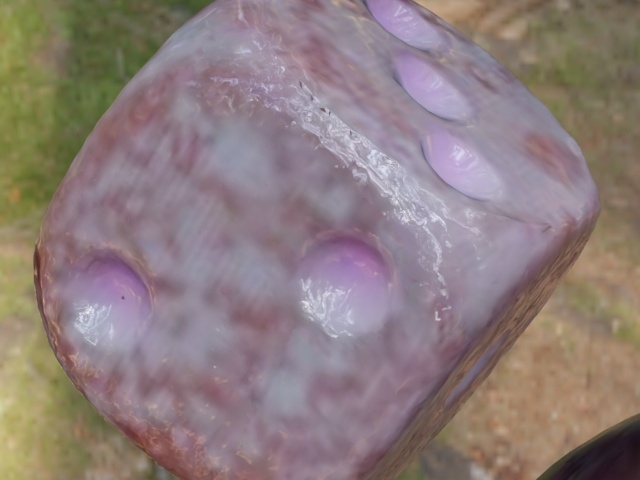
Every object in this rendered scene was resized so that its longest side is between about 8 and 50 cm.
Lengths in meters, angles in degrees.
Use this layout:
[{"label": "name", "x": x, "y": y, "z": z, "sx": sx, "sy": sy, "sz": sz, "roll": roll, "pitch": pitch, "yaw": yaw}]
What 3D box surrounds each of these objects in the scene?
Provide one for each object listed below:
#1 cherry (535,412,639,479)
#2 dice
[{"label": "cherry", "x": 0.116, "y": 0.095, "z": 0.421, "sx": 0.176, "sy": 0.176, "sz": 0.140, "roll": 8, "pitch": 60, "yaw": 13}, {"label": "dice", "x": 0.000, "y": 0.000, "z": 0.431, "sx": 0.091, "sy": 0.094, "sz": 0.093, "roll": 39, "pitch": 25, "yaw": 11}]
